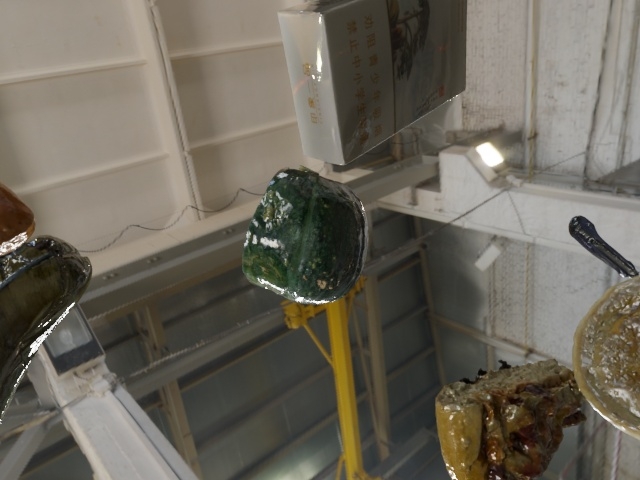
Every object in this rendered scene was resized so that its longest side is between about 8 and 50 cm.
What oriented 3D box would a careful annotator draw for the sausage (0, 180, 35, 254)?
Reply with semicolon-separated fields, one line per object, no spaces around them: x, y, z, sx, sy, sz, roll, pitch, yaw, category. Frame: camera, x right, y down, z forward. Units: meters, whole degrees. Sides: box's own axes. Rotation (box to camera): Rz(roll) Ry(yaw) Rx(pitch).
-0.489;-0.064;0.691;0.098;0.238;0.098;-49;-14;-17;sausage

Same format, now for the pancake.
0.290;0.096;0.431;0.025;0.152;0.151;28;-97;-40;pancake

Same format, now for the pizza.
0.204;0.181;0.501;0.194;0.069;0.154;-27;-76;-24;pizza

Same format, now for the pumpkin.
0.000;0.000;1.012;0.293;0.197;0.263;-3;-70;-73;pumpkin

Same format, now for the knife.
0.385;0.010;0.697;0.031;0.121;0.018;-40;-41;8;knife

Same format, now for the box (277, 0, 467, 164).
0.071;-0.197;0.549;0.233;0.067;0.149;-35;-46;-32;box

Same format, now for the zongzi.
-0.555;0.204;0.925;0.356;0.174;0.392;-26;-97;-8;zongzi
